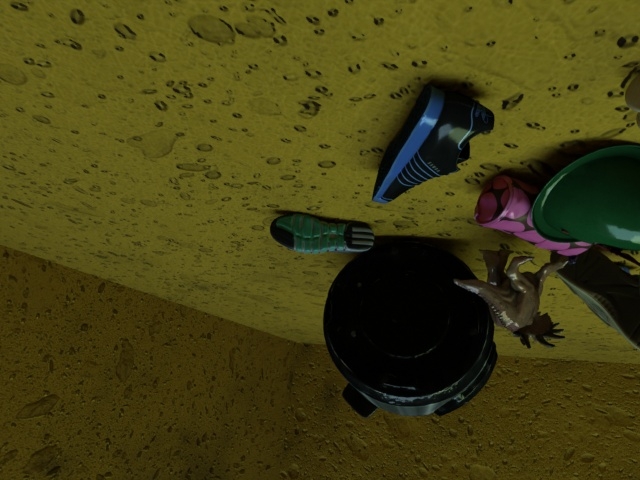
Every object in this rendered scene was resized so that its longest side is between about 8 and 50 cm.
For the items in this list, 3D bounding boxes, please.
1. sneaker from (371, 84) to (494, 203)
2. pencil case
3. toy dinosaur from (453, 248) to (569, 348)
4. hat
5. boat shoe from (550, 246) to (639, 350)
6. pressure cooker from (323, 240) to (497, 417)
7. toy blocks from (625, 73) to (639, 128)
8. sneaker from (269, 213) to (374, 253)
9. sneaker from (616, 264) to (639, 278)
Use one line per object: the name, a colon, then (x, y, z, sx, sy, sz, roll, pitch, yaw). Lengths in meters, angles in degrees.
sneaker: (0.140, -0.108, 0.568, 0.090, 0.081, 0.232, 17, 157, -5)
pencil case: (0.349, -0.034, 0.680, 0.209, 0.095, 0.098, 19, 158, -20)
toy dinosaur: (0.370, 0.122, 0.781, 0.295, 0.200, 0.127, 1, -175, -39)
hat: (0.414, -0.001, 0.534, 0.208, 0.184, 0.173, 2, 133, -10)
boat shoe: (0.584, 0.120, 0.803, 0.109, 0.302, 0.098, -47, 149, 9)
pressure cooker: (0.217, 0.232, 1.028, 0.369, 0.376, 0.420, -8, 152, 9)
toy blocks: (0.412, -0.138, 0.434, 0.148, 0.054, 0.123, 23, 154, -36)
sneaker: (0.000, 0.000, 0.910, 0.223, 0.083, 0.098, 8, 164, -4)
sneaker: (0.643, 0.076, 0.926, 0.144, 0.059, 0.053, 26, -171, -4)
